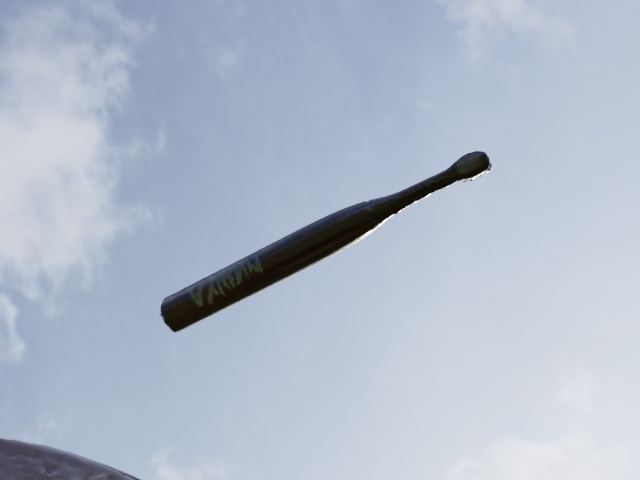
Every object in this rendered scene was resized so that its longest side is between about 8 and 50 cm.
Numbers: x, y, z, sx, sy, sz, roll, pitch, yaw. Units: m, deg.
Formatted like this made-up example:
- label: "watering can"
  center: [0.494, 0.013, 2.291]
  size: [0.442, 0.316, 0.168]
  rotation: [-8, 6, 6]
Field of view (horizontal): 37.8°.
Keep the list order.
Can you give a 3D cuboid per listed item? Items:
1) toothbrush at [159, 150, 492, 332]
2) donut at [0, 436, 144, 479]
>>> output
- label: "toothbrush"
  center: [0.000, 0.000, 0.921]
  size: [0.364, 0.041, 0.041]
  rotation: [-27, -59, 12]
- label: "donut"
  center: [-0.141, 0.234, 0.406]
  size: [0.317, 0.150, 0.299]
  rotation: [-17, -90, -4]
